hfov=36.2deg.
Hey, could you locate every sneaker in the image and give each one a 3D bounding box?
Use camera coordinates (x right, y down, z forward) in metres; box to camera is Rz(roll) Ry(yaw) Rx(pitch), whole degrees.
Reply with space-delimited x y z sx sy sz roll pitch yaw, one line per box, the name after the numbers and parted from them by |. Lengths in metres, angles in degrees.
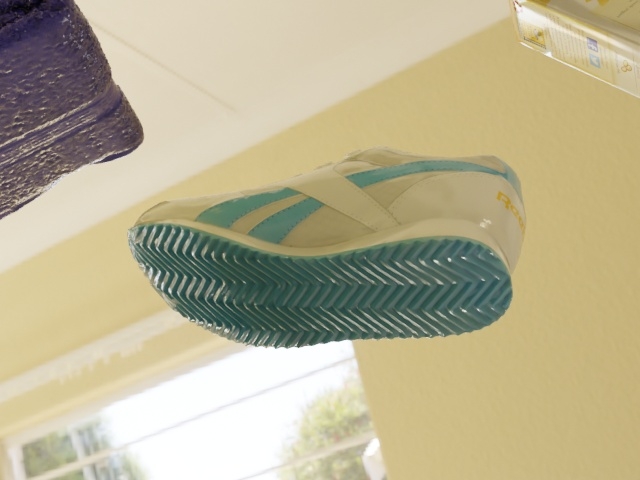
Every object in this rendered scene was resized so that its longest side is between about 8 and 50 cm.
0.000 0.000 0.540 0.229 0.092 0.087 0 -50 24 | sneaker

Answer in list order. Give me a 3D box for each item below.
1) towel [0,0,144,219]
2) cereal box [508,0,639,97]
-0.321 -0.137 1.008 0.228 0.076 0.308 -29 -17 -7 | towel
0.249 -0.133 0.548 0.173 0.240 0.047 -34 -47 -13 | cereal box
